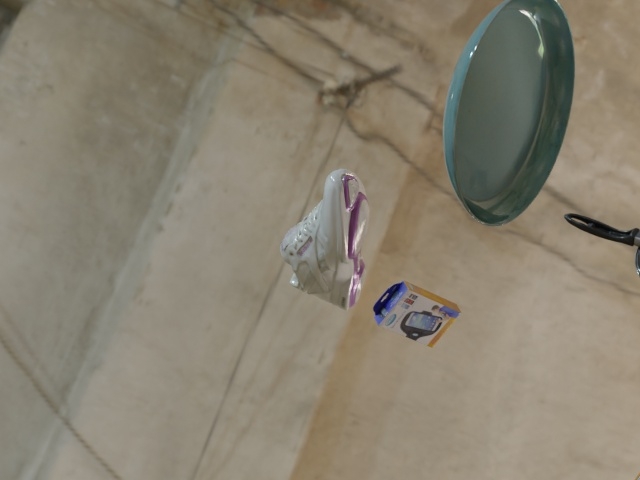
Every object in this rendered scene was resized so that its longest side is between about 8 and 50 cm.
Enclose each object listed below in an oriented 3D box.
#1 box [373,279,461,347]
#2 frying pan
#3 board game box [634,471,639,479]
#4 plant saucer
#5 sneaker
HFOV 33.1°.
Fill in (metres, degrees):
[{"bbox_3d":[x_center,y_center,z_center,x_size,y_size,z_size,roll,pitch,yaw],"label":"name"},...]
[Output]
[{"bbox_3d":[0.150,0.116,1.718,0.136,0.081,0.028,23,25,-34],"label":"box"},{"bbox_3d":[0.620,0.003,1.935,0.326,0.197,0.053,48,-28,34],"label":"frying pan"},{"bbox_3d":[0.696,0.320,1.409,0.356,0.356,0.356,44,-23,2],"label":"board game box"},{"bbox_3d":[0.250,-0.177,1.446,0.043,0.318,0.317,17,-14,36],"label":"plant saucer"},{"bbox_3d":[0.000,0.000,1.794,0.152,0.114,0.305,16,-42,12],"label":"sneaker"}]
